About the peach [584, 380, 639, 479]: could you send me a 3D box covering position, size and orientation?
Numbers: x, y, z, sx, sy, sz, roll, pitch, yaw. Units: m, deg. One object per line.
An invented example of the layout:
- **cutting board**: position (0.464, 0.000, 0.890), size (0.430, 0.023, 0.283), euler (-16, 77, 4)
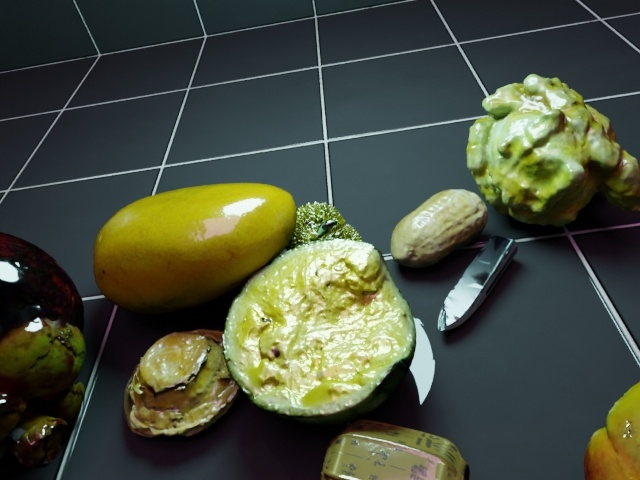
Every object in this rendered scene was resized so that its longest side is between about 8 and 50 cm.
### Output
- **peach**: position (0.481, 0.304, 0.511), size (0.290, 0.372, 0.372), euler (-55, 47, 11)

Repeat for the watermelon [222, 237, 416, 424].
- **watermelon**: position (0.011, 0.174, 0.840), size (0.330, 0.189, 0.331), euler (-17, 41, 15)

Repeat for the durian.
- **durian**: position (0.005, 0.010, 1.029), size (0.146, 0.159, 0.198), euler (-41, 30, 15)

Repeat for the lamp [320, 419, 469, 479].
- **lamp**: position (0.101, 0.336, 0.671), size (0.185, 0.161, 0.161), euler (5, 46, 26)

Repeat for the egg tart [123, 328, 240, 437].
- **egg tart**: position (-0.252, 0.241, 0.890), size (0.241, 0.106, 0.241), euler (-9, 40, 8)

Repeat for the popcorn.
- **popcorn**: position (0.460, -0.167, 1.017), size (0.279, 0.274, 0.336), euler (-26, 84, 21)

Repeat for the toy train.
- **toy train**: position (0.301, 0.091, 0.959), size (0.055, 0.048, 0.252), euler (20, 57, 42)

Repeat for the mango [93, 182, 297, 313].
- **mango**: position (-0.253, 0.007, 0.996), size (0.445, 0.232, 0.300), euler (-14, 21, 18)

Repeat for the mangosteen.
- **mangosteen**: position (-0.594, 0.196, 0.852), size (0.381, 0.421, 0.381), euler (-27, 5, 3)

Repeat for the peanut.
- **peanut**: position (0.243, -0.025, 1.035), size (0.224, 0.129, 0.129), euler (-28, 46, -13)
